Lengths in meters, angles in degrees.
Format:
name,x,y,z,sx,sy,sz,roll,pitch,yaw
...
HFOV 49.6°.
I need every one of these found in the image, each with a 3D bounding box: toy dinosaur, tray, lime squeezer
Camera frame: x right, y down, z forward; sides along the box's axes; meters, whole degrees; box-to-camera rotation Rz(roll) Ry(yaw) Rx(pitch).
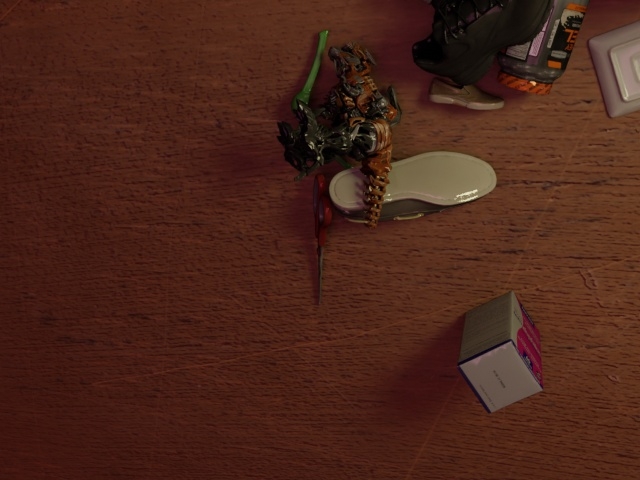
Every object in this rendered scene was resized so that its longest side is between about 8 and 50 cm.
name,x,y,z,sx,sy,sz,roll,pitch,yaw
toy dinosaur,0.055,-0.191,1.223,0.164,0.219,0.321,114,142,-57
tray,0.595,-0.309,1.133,0.270,0.030,0.145,-17,103,21
lime squeezer,0.008,-0.232,1.328,0.110,0.059,0.310,-22,104,-11

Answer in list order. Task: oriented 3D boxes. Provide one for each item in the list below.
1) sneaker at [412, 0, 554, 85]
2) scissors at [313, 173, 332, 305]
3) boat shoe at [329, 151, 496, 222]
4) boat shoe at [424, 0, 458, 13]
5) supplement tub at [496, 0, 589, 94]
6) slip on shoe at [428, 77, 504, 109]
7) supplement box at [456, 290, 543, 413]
name,x,y,z,sx,sy,sz,roll,pitch,yaw
sneaker,0.250,-0.342,1.088,0.130,0.109,0.286,3,154,-26
scissors,0.000,0.000,1.417,0.021,0.109,0.297,-8,135,-11
boat shoe,0.171,-0.094,1.299,0.305,0.091,0.109,-6,67,3
boat shoe,0.293,-0.482,1.115,0.091,0.114,0.302,41,128,-3
supplement tub,0.362,-0.344,1.138,0.117,0.117,0.190,17,114,9
slip on shoe,0.261,-0.263,1.237,0.135,0.051,0.041,13,116,19
supplement box,0.337,0.202,1.295,0.114,0.220,0.111,-31,100,23
